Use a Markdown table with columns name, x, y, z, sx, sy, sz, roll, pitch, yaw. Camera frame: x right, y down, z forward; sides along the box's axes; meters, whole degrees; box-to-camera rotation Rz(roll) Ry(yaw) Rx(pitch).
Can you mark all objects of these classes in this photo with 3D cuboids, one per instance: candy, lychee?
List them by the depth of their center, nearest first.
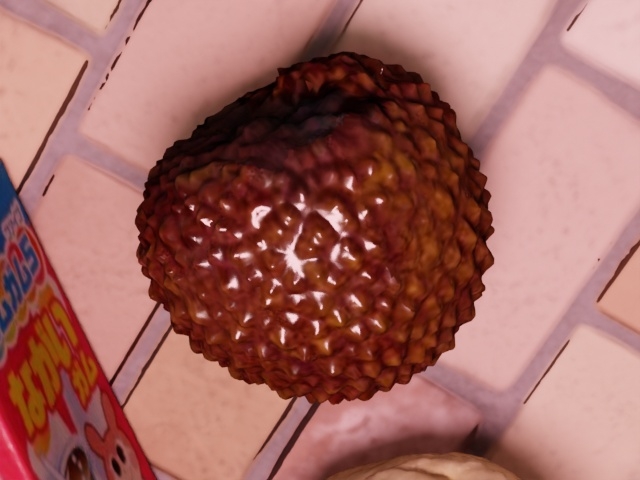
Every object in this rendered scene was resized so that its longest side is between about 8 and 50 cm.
| name | x | y | z | sx | sy | sz | roll | pitch | yaw |
| --- | --- | --- | --- | --- | --- | --- | --- | --- | --- |
| lychee | 0.000 | 0.000 | 0.912 | 0.188 | 0.188 | 0.188 | 2 | 114 | 6 |
| candy | -0.172 | 0.123 | 0.992 | 0.100 | 0.157 | 0.306 | -19 | 109 | 14 |

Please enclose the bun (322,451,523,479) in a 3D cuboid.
| name | x | y | z | sx | sy | sz | roll | pitch | yaw |
| --- | --- | --- | --- | --- | --- | --- | --- | --- | --- |
| bun | 0.079 | 0.212 | 1.014 | 0.220 | 0.134 | 0.220 | 14 | 115 | 31 |
